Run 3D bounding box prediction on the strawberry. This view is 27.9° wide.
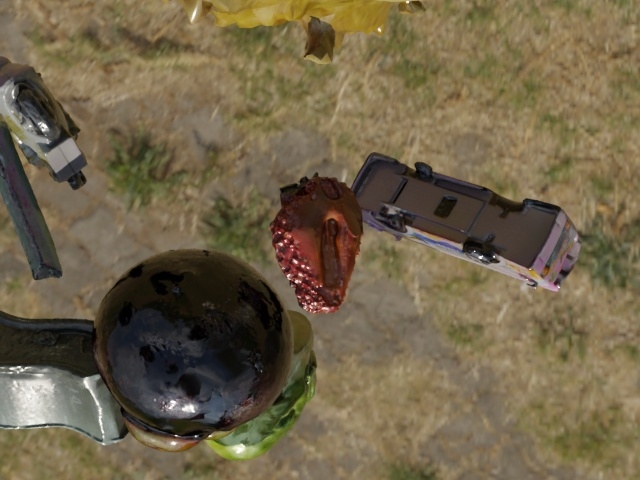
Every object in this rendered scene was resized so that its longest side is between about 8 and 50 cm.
[{"bbox_3d":[0.002,-0.001,1.316,0.104,0.152,0.048,-1,160,-28],"label":"strawberry"}]

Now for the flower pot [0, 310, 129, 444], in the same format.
[{"bbox_3d":[-0.321,0.156,1.508,0.229,0.103,0.108,7,129,17],"label":"flower pot"}]

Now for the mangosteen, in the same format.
[{"bbox_3d":[-0.137,0.129,1.376,0.211,0.211,0.250,15,136,3],"label":"mangosteen"}]

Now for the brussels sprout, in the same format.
[{"bbox_3d":[-0.092,0.187,1.711,0.161,0.223,0.223,22,128,16],"label":"brussels sprout"}]

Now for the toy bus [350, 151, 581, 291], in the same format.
[{"bbox_3d":[0.165,-0.020,1.513,0.274,0.090,0.112,21,169,38],"label":"toy bus"}]

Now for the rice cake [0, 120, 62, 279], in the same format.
[{"bbox_3d":[-0.362,-0.047,1.554,0.033,0.033,0.207,-27,84,48],"label":"rice cake"}]

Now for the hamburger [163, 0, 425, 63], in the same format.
[{"bbox_3d":[0.007,-0.231,0.622,0.268,0.445,0.287,25,98,38],"label":"hamburger"}]

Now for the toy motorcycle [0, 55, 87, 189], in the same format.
[{"bbox_3d":[-0.337,-0.147,1.513,0.152,0.073,0.225,52,170,14],"label":"toy motorcycle"}]
